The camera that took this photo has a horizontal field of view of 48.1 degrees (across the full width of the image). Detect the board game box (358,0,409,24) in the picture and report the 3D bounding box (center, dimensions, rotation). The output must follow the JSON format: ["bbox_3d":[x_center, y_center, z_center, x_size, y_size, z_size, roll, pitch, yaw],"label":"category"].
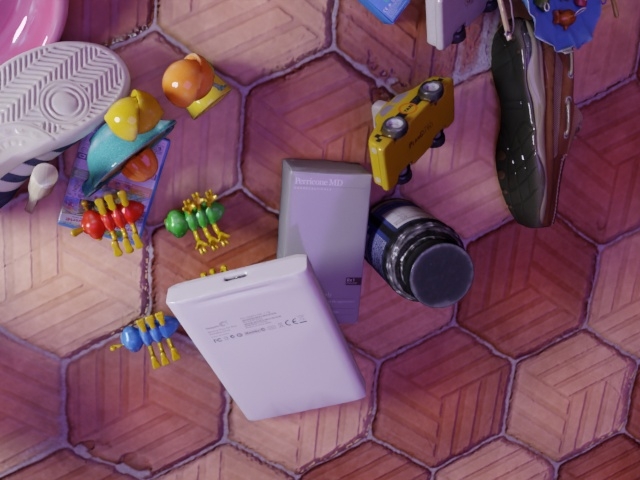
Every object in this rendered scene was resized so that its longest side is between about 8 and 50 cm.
[{"bbox_3d":[0.066,-0.432,0.998,0.210,0.047,0.160,36,96,-20],"label":"board game box"}]

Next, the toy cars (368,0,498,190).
[{"bbox_3d":[0.152,-0.261,1.029,0.176,0.087,0.393,11,102,-59],"label":"toy cars"}]

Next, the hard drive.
[{"bbox_3d":[-0.069,0.156,1.064,0.203,0.040,0.307,-14,133,10],"label":"hard drive"}]

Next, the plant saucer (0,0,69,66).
[{"bbox_3d":[-0.466,-0.287,0.828,0.332,0.084,0.332,-27,151,-17],"label":"plant saucer"}]

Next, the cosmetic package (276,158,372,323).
[{"bbox_3d":[0.000,0.000,1.086,0.127,0.107,0.237,0,110,-10],"label":"cosmetic package"}]

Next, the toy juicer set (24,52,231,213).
[{"bbox_3d":[-0.249,-0.115,0.919,0.329,0.209,0.089,-39,100,-5],"label":"toy juicer set"}]

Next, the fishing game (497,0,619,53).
[{"bbox_3d":[0.346,-0.362,1.024,0.264,0.041,0.189,-15,94,-32],"label":"fishing game"}]

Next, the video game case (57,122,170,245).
[{"bbox_3d":[-0.299,-0.085,1.038,0.119,0.015,0.166,16,102,-18],"label":"video game case"}]

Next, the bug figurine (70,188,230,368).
[{"bbox_3d":[-0.229,0.040,1.052,0.216,0.072,0.278,-17,114,-15],"label":"bug figurine"}]

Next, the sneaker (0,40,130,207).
[{"bbox_3d":[-0.406,-0.132,0.944,0.350,0.148,0.131,-37,91,-16],"label":"sneaker"}]

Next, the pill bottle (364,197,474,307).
[{"bbox_3d":[0.139,0.018,1.059,0.123,0.219,0.122,-4,107,-12],"label":"pill bottle"}]

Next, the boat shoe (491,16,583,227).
[{"bbox_3d":[0.346,-0.180,1.102,0.120,0.122,0.323,-12,109,-15],"label":"boat shoe"}]
